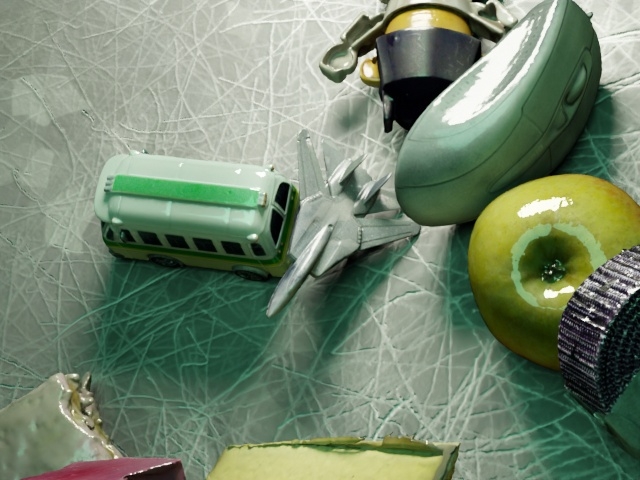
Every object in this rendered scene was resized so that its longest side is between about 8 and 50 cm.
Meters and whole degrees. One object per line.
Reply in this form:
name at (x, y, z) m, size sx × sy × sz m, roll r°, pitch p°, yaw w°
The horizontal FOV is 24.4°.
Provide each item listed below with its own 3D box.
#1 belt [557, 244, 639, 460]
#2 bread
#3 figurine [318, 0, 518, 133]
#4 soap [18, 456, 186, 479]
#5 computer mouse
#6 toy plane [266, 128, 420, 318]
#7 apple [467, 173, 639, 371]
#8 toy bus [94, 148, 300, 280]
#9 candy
belt at (0.427, 0.133, 1.696) m, size 0.122 × 0.325 × 0.260 m, roll 29°, pitch 103°, yaw 62°
bread at (-0.062, 0.376, 1.783) m, size 0.405 × 0.242 × 0.345 m, roll 14°, pitch 73°, yaw 16°
figurine at (0.144, -0.270, 2.019) m, size 0.308 × 0.143 × 0.308 m, roll -18°, pitch 54°, yaw 27°
soap at (-0.238, 0.443, 1.730) m, size 0.233 × 0.128 × 0.359 m, roll -10°, pitch 90°, yaw 48°
computer mouse at (0.254, -0.156, 1.912) m, size 0.371 × 0.188 × 0.122 m, roll -48°, pitch 49°, yaw -9°
toy plane at (-0.004, 0.002, 1.944) m, size 0.212 × 0.088 × 0.267 m, roll 39°, pitch 69°, yaw -10°
apple at (0.301, 0.037, 1.815) m, size 0.261 × 0.194 × 0.261 m, roll -4°, pitch 78°, yaw 20°
toy bus at (-0.169, -0.040, 2.003) m, size 0.276 × 0.165 × 0.133 m, roll 6°, pitch 71°, yaw 16°
candy at (-0.362, 0.289, 1.944) m, size 0.195 × 0.137 × 0.185 m, roll -34°, pitch 64°, yaw 3°
